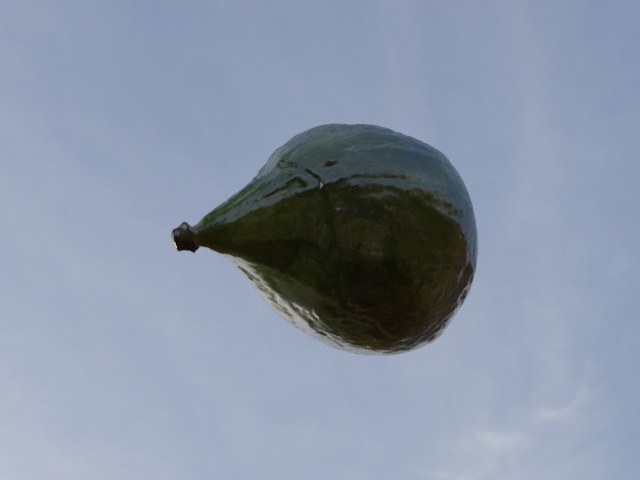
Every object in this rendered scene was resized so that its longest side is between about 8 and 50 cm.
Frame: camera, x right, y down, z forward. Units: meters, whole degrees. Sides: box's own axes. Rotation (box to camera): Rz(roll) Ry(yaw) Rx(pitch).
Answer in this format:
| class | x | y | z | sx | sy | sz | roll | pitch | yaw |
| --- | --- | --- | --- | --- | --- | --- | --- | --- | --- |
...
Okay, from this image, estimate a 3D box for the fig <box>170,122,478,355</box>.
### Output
| class | x | y | z | sx | sy | sz | roll | pitch | yaw |
| --- | --- | --- | --- | --- | --- | --- | --- | --- | --- |
| fig | 0.000 | 0.000 | 1.017 | 0.235 | 0.203 | 0.203 | -3 | -34 | -45 |
